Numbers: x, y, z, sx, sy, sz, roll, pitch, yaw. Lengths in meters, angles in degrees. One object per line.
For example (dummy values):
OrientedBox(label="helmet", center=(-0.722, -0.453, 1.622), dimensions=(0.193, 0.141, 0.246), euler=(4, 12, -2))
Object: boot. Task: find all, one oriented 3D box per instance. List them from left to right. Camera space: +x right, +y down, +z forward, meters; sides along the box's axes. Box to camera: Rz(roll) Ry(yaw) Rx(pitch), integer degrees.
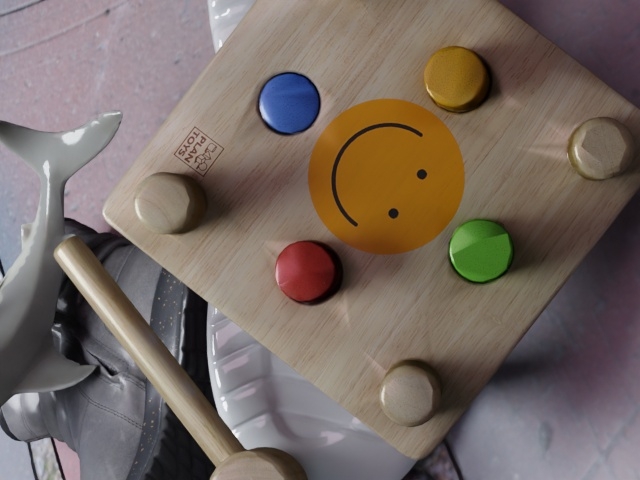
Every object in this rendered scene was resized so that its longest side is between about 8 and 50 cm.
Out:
OrientedBox(label="boot", center=(-0.159, 0.150, 1.315), dimensions=(0.223, 0.118, 0.338), euler=(-1, 68, 43))

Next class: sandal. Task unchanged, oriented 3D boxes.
OrientedBox(label="sandal", center=(0.013, -0.026, 1.199), dimensions=(0.169, 0.102, 0.416), euler=(-1, 89, 7))

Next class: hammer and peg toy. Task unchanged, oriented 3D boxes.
OrientedBox(label="hammer and peg toy", center=(0.000, 0.000, 1.083), dimensions=(0.266, 0.127, 0.361), euler=(39, 94, 3))

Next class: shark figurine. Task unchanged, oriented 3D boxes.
OrientedBox(label="shark figurine", center=(-0.204, 0.051, 1.278), dimensions=(0.116, 0.166, 0.278), euler=(13, 63, 26))
